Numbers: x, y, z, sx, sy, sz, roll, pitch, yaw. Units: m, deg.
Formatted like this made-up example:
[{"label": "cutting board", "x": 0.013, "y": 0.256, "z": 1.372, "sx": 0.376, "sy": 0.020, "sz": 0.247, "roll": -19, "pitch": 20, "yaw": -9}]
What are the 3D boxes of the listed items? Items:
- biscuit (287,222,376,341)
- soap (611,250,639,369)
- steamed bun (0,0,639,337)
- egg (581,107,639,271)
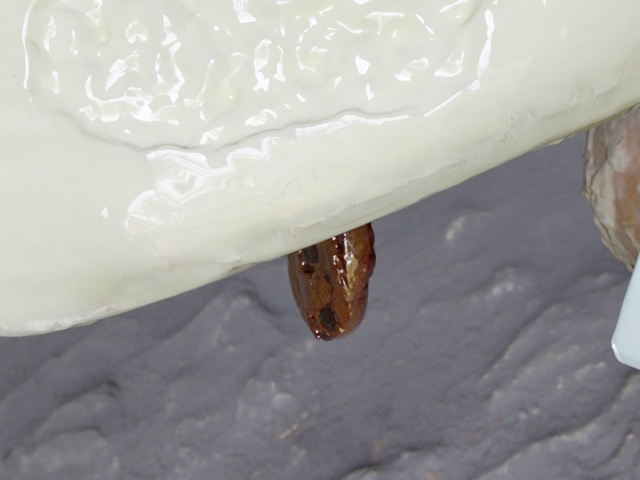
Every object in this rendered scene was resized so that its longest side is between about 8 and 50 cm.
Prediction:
[{"label": "biscuit", "x": 0.000, "y": 0.000, "z": 0.950, "sx": 0.049, "sy": 0.192, "sz": 0.192, "roll": -4, "pitch": 13, "yaw": -20}, {"label": "soap", "x": 0.310, "y": 0.057, "z": 0.676, "sx": 0.198, "sy": 0.119, "sz": 0.066, "roll": 21, "pitch": 19, "yaw": 27}, {"label": "steamed bun", "x": -0.025, "y": -0.146, "z": 0.520, "sx": 0.456, "sy": 0.290, "sz": 0.371, "roll": -22, "pitch": 0, "yaw": 5}, {"label": "egg", "x": 0.384, "y": -0.074, "z": 0.954, "sx": 0.279, "sy": 0.279, "sz": 0.310, "roll": -20, "pitch": 67, "yaw": 30}]
